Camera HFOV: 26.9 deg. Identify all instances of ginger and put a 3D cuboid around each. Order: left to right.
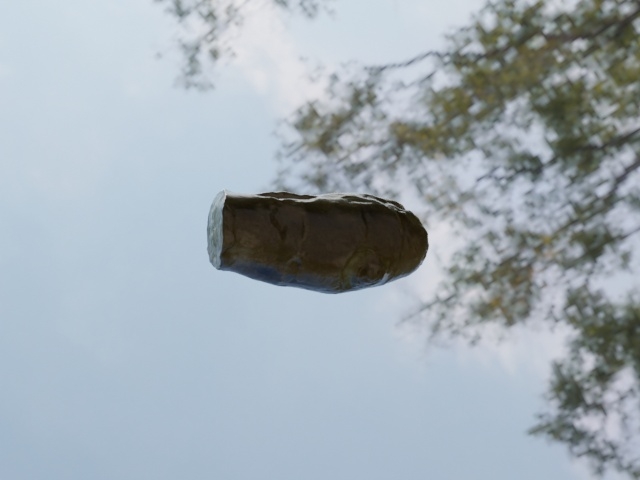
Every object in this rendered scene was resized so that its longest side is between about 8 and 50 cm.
[{"bbox_3d":[0.000,0.000,1.440,0.263,0.109,0.116,5,-103,-27],"label":"ginger"}]
